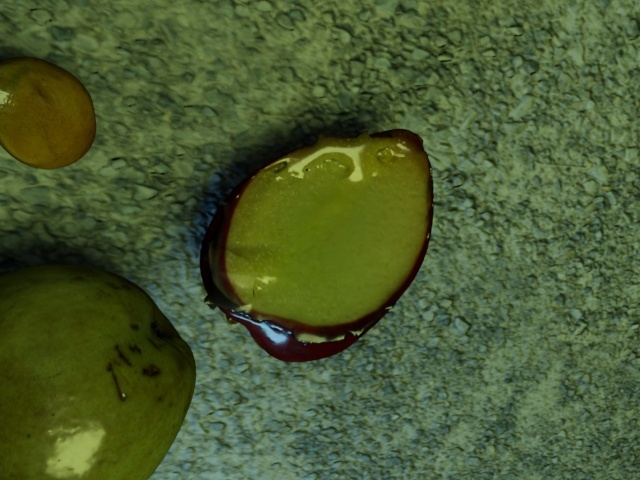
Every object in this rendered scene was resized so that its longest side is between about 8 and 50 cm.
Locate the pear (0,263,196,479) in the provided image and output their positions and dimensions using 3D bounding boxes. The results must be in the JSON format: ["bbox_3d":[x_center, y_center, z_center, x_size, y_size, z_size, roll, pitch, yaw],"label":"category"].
[{"bbox_3d":[-0.297,0.175,1.051,0.303,0.304,0.304,-14,121,-24],"label":"pear"}]

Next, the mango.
[{"bbox_3d":[-0.312,-0.145,0.986,0.115,0.089,0.165,-59,150,-20],"label":"mango"}]

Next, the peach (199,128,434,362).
[{"bbox_3d":[0.000,0.000,1.202,0.257,0.201,0.362,42,73,-1],"label":"peach"}]
